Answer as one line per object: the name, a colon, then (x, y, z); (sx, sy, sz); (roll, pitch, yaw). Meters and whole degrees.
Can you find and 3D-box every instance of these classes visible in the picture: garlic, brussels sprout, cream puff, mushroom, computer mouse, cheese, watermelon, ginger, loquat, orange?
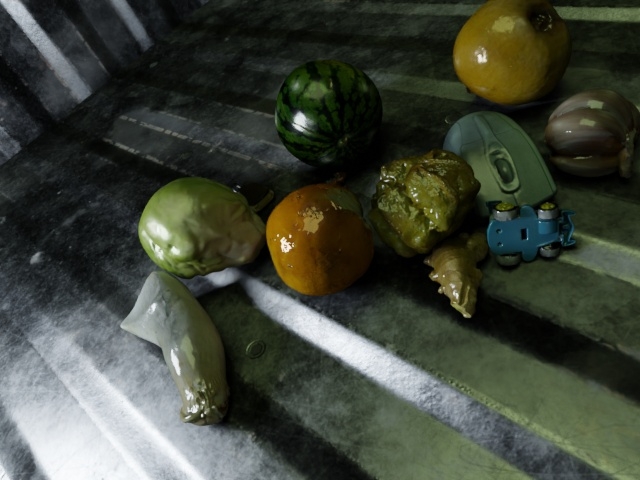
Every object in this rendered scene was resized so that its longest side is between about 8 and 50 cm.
garlic: (0.576, -0.244, 1.132); (0.191, 0.160, 0.214); (17, 62, 32)
brussels sprout: (-0.296, -0.030, 1.316); (0.317, 0.274, 0.242); (24, 103, 31)
cream puff: (0.209, -0.082, 1.116); (0.196, 0.244, 0.244); (34, 68, 15)
mushroom: (-0.298, 0.227, 1.165); (0.177, 0.126, 0.397); (-55, 45, 2)
computer mouse: (0.386, -0.186, 1.210); (0.189, 0.121, 0.370); (-20, 47, 10)
cheese: (-0.205, -0.132, 1.516); (0.163, 0.036, 0.086); (28, 69, 42)
watermelon: (0.019, -0.331, 1.409); (0.286, 0.285, 0.285); (-14, 45, 15)
ginger: (0.267, 0.054, 1.067); (0.115, 0.081, 0.205); (20, 48, 5)
loquat: (0.459, -0.462, 1.324); (0.275, 0.274, 0.274); (-14, 45, 15)
orange: (0.000, 0.000, 1.140); (0.240, 0.240, 0.239); (-14, 45, 15)

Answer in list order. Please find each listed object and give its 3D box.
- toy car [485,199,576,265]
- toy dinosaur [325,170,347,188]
toy car: (0.406, -0.033, 1.057); (0.162, 0.126, 0.098); (-10, 29, 11)
toy dinosaur: (0.028, -0.129, 1.383); (0.055, 0.049, 0.154); (12, 51, 32)
